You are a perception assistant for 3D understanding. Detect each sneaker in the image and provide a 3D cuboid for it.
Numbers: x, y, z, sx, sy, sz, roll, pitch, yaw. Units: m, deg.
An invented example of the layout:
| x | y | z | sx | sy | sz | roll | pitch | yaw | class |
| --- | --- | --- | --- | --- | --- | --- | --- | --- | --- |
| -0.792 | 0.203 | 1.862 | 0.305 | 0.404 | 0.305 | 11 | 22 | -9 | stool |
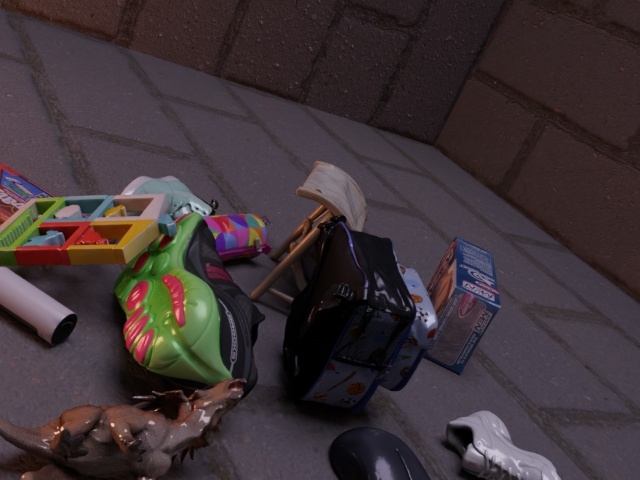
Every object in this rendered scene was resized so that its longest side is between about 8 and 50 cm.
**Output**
| x | y | z | sx | sy | sz | roll | pitch | yaw | class |
| --- | --- | --- | --- | --- | --- | --- | --- | --- | --- |
| -0.304 | -0.059 | 1.566 | 0.151 | 0.094 | 0.256 | 33 | 22 | 10 | sneaker |
| 0.284 | 0.366 | 1.244 | 0.115 | 0.091 | 0.232 | 3 | 20 | -34 | sneaker |
| -0.202 | 0.108 | 1.221 | 0.202 | 0.185 | 0.483 | 49 | 7 | -24 | sneaker |

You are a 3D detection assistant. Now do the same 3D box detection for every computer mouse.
| x | y | z | sx | sy | sz | roll | pitch | yaw | class |
| --- | --- | --- | --- | --- | --- | --- | --- | --- | --- |
| 0.117 | 0.348 | 1.082 | 0.188 | 0.072 | 0.272 | 8 | 26 | -39 | computer mouse |

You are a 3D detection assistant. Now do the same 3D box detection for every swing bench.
| x | y | z | sx | sy | sz | roll | pitch | yaw | class |
| --- | --- | --- | --- | --- | --- | --- | --- | --- | --- |
| 0.000 | 0.000 | 1.546 | 0.165 | 0.255 | 0.253 | 26 | 20 | 0 | swing bench |

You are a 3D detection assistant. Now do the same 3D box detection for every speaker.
| x | y | z | sx | sy | sz | roll | pitch | yaw | class |
| --- | --- | --- | --- | --- | --- | --- | --- | --- | --- |
| -0.415 | 0.093 | 1.101 | 0.136 | 0.055 | 0.055 | 30 | 20 | 12 | speaker |

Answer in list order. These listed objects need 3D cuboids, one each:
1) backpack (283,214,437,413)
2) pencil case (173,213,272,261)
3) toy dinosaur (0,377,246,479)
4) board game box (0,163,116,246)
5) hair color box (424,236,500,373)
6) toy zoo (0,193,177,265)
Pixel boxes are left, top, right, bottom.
| x | y | z | sx | sy | sz | roll | pitch | yaw | class |
| --- | --- | --- | --- | --- | --- | --- | --- | --- | --- |
| 0.049 | 0.138 | 1.253 | 0.213 | 0.263 | 0.277 | 26 | 23 | -16 | backpack |
| -0.200 | -0.003 | 1.549 | 0.104 | 0.105 | 0.236 | 36 | 23 | 27 | pencil case |
| -0.239 | 0.228 | 0.894 | 0.295 | 0.127 | 0.200 | 9 | 15 | -10 | toy dinosaur |
| -0.520 | -0.055 | 1.392 | 0.281 | 0.027 | 0.145 | 30 | 21 | 12 | board game box |
| 0.305 | 0.130 | 1.710 | 0.105 | 0.174 | 0.347 | 25 | 19 | 1 | hair color box |
| -0.370 | -0.019 | 1.230 | 0.293 | 0.030 | 0.192 | -1 | 28 | 12 | toy zoo |
